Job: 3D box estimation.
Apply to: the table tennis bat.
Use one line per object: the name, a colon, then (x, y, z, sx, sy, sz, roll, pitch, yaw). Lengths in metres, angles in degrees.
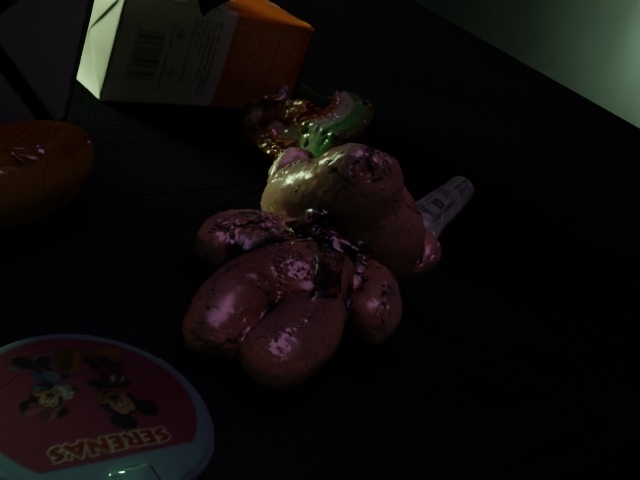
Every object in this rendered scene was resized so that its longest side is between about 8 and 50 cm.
table tennis bat: (-0.117, 0.129, 0.431, 0.152, 0.040, 0.244, 0, 29, -40)

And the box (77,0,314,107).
box: (-0.204, -0.300, 1.064, 0.341, 0.143, 0.225, -6, 39, -48)

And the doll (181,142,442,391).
doll: (0.000, 0.000, 0.644, 0.201, 0.156, 0.303, 28, 30, 7)

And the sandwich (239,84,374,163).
sandwich: (-0.025, -0.139, 0.937, 0.159, 0.109, 0.185, 25, 25, 0)

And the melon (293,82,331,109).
melon: (-0.068, -0.274, 1.258, 0.261, 0.053, 0.114, 36, 8, 18)

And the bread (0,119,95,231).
bread: (-0.264, -0.050, 0.606, 0.114, 0.078, 0.189, 12, 20, 26)

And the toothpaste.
toothpaste: (0.163, -0.048, 1.001, 0.064, 0.041, 0.218, 36, 32, 13)

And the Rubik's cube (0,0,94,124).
Rubik's cube: (-0.376, -0.241, 0.669, 0.260, 0.255, 0.259, 33, 27, 19)

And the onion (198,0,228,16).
onion: (-0.187, -0.449, 0.855, 0.341, 0.341, 0.341, 19, 26, -9)
